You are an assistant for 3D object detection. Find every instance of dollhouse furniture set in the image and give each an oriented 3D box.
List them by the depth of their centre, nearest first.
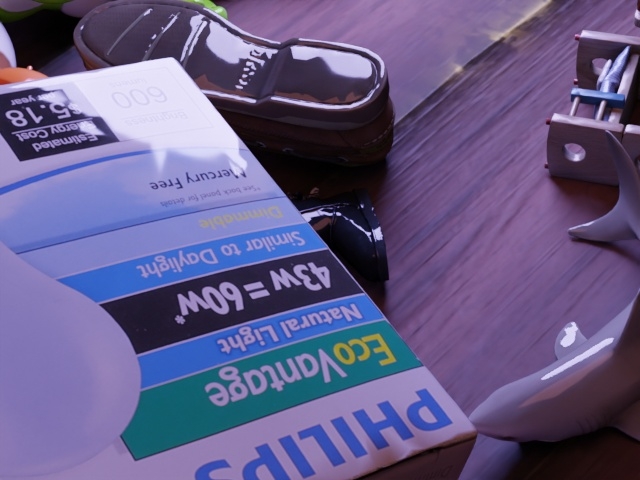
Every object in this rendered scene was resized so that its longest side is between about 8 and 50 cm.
[{"bbox_3d":[0.266,-0.154,1.331,0.129,0.183,0.129,10,48,17],"label":"dollhouse furniture set"}]

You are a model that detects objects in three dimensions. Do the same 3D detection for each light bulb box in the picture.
[{"bbox_3d":[-0.169,0.106,0.938,0.358,0.225,0.361,-15,50,-34],"label":"light bulb box"}]

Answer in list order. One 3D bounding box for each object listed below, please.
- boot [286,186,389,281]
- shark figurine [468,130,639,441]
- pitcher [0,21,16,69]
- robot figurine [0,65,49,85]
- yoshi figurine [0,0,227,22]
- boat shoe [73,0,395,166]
[{"bbox_3d":[0.000,0.000,1.312,0.099,0.045,0.121,-10,38,-6],"label":"boot"},{"bbox_3d":[0.236,0.044,1.192,0.166,0.116,0.278,16,51,20],"label":"shark figurine"},{"bbox_3d":[-0.394,-0.187,1.475,0.178,0.125,0.207,-4,31,-42],"label":"pitcher"},{"bbox_3d":[-0.282,-0.061,1.352,0.158,0.128,0.219,3,43,41],"label":"robot figurine"},{"bbox_3d":[-0.171,-0.305,1.539,0.362,0.203,0.203,-22,53,-10],"label":"yoshi figurine"},{"bbox_3d":[-0.081,-0.130,1.414,0.307,0.104,0.110,19,59,22],"label":"boat shoe"}]
